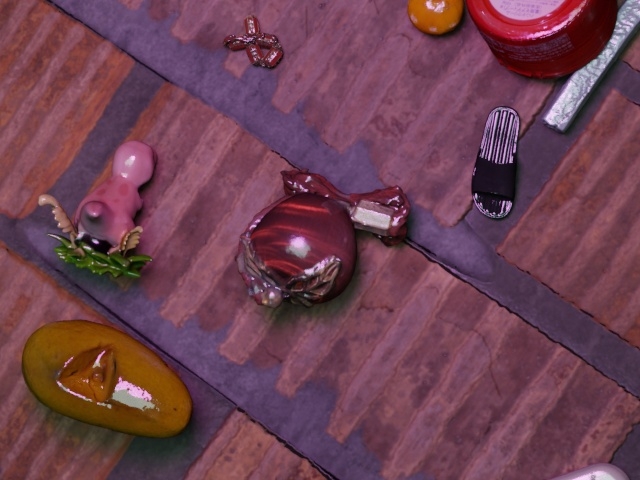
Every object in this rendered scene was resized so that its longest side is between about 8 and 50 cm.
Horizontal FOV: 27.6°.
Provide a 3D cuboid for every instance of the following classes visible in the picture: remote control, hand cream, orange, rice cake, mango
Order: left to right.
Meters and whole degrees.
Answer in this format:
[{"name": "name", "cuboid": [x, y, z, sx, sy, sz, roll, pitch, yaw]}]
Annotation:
[{"name": "mango", "cuboid": [-0.294, 0.196, 1.811, 0.262, 0.167, 0.130, 20, 101, 9]}, {"name": "orange", "cuboid": [0.162, -0.329, 1.827, 0.083, 0.070, 0.083, -1, 79, 7]}, {"name": "hand cream", "cuboid": [0.297, -0.326, 1.753, 0.193, 0.125, 0.193, -6, 72, 21]}, {"name": "remote control", "cuboid": [0.307, 0.358, 1.728, 0.221, 0.042, 0.078, -21, 81, 7]}, {"name": "rice cake", "cuboid": [0.388, -0.255, 1.787, 0.042, 0.045, 0.245, 36, 91, 13]}]

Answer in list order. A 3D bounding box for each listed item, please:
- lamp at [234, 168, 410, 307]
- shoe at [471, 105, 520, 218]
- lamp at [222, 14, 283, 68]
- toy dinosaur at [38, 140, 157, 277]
[{"name": "lamp", "cuboid": [-0.002, 0.000, 1.778, 0.215, 0.151, 0.223, 19, 85, 8]}, {"name": "shoe", "cuboid": [0.243, -0.112, 1.795, 0.062, 0.053, 0.159, 8, 82, 8]}, {"name": "lamp", "cuboid": [-0.093, -0.283, 1.892, 0.083, 0.031, 0.063, 42, 93, 8]}, {"name": "toy dinosaur", "cuboid": [-0.284, -0.044, 1.839, 0.152, 0.194, 0.177, 22, 109, 21]}]
